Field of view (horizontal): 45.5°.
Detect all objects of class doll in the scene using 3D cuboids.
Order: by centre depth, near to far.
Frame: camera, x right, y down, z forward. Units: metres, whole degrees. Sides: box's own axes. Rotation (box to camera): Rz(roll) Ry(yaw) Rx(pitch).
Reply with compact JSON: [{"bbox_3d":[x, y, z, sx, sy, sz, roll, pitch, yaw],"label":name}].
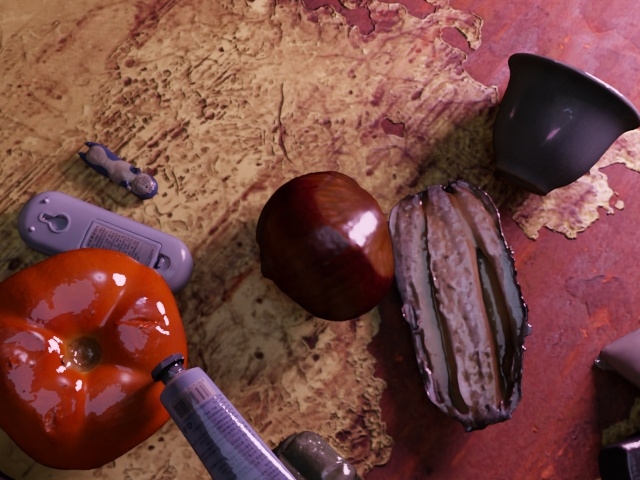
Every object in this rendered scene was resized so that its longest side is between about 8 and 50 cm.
[{"bbox_3d":[-0.279,-0.097,1.054,0.125,0.027,0.037,31,83,4],"label":"doll"}]

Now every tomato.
[{"bbox_3d":[-0.279,0.138,0.913,0.260,0.180,0.259,3,79,-15],"label":"tomato"}]

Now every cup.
[{"bbox_3d":[0.312,-0.143,1.053,0.199,0.199,0.150,30,94,3],"label":"cup"}]

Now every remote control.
[{"bbox_3d":[-0.288,0.004,1.019,0.244,0.047,0.087,20,78,2],"label":"remote control"}]

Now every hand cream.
[{"bbox_3d":[-0.093,0.228,0.804,0.088,0.055,0.256,-37,71,-14],"label":"hand cream"}]

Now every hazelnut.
[{"bbox_3d":[0.008,-0.002,1.001,0.170,0.160,0.201,-2,38,-17],"label":"hazelnut"}]

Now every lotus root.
[{"bbox_3d":[0.194,0.087,1.027,0.167,0.078,0.329,-11,78,16],"label":"lotus root"}]

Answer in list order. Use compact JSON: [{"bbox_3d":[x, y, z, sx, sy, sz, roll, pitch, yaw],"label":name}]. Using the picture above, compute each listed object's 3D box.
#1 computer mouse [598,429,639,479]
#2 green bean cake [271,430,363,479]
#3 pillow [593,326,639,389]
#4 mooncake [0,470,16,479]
[{"bbox_3d":[0.475,0.288,0.984,0.264,0.088,0.147,-25,77,-12],"label":"computer mouse"},{"bbox_3d":[-0.040,0.321,0.885,0.094,0.183,0.185,38,76,23],"label":"green bean cake"},{"bbox_3d":[0.509,0.126,1.003,0.255,0.059,0.169,-31,39,-8],"label":"pillow"},{"bbox_3d":[-0.381,0.347,0.789,0.212,0.350,0.381,-41,92,-22],"label":"mooncake"}]
